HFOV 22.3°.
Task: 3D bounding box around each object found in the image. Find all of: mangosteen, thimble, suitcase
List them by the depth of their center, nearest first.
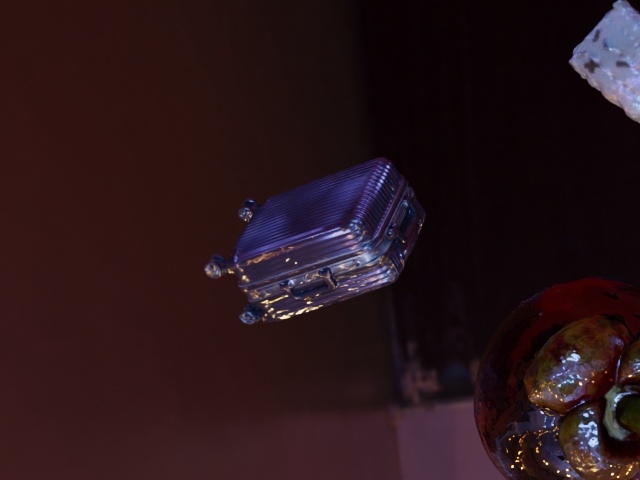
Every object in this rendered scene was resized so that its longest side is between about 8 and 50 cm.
[{"bbox_3d":[0.000,0.000,1.025,0.126,0.059,0.086,-20,-152,33],"label":"suitcase"},{"bbox_3d":[0.232,-0.116,1.141,0.110,0.062,0.084,34,-166,-13],"label":"thimble"},{"bbox_3d":[0.243,0.137,1.379,0.211,0.211,0.250,-6,-174,-11],"label":"mangosteen"}]
